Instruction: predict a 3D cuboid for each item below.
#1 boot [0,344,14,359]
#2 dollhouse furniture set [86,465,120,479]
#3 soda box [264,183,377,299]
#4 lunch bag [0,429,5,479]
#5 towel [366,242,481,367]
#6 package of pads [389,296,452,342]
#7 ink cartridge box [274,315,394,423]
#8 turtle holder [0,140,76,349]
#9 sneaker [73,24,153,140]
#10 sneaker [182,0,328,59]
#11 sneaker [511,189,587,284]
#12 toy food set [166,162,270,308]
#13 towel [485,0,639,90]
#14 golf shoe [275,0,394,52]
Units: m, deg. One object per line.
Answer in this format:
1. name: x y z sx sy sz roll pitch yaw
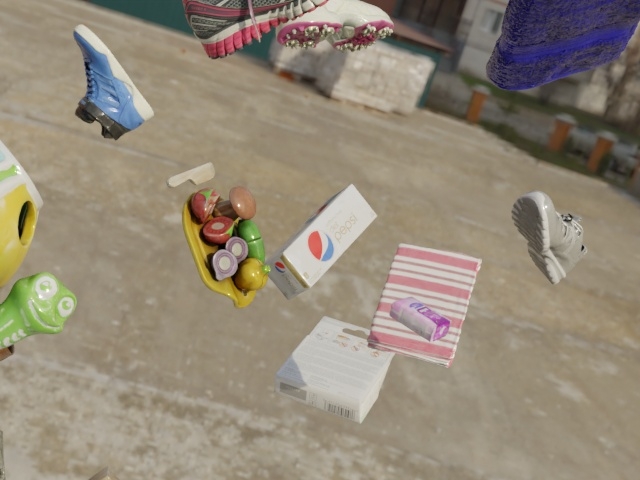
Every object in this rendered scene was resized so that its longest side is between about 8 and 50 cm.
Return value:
1. boot: -0.718 0.232 2.003 0.220 0.109 0.283 -28 4 -15
2. dollhouse furniture set: -0.420 0.626 1.965 0.173 0.303 0.355 52 5 -21
3. soda box: 0.000 0.000 1.654 0.074 0.069 0.216 51 49 -8
4. lunch bag: -0.584 0.404 1.428 0.213 0.255 0.305 -6 -7 16
5. towel: 0.170 0.101 1.655 0.144 0.197 0.029 13 -24 17
6. package of pads: 0.148 0.116 1.514 0.083 0.031 0.050 32 29 30
7. ink cartridge box: 0.038 0.244 1.964 0.181 0.056 0.224 16 31 19
8. turtle holder: -0.446 -0.018 1.196 0.227 0.243 0.320 -38 43 -18
9. sneaker: -0.292 -0.199 1.319 0.152 0.085 0.058 56 -8 -31
10. sneaker: -0.067 -0.381 1.515 0.112 0.299 0.121 59 15 -22
11. sneaker: 0.456 -0.027 1.992 0.105 0.115 0.281 53 -1 34
12. toy food set: -0.126 -0.016 1.428 0.071 0.217 0.128 -23 -3 31
13. towel: 0.353 -0.301 1.368 0.228 0.076 0.308 -21 -15 -4
14. golf shoe: 0.024 -0.410 1.785 0.115 0.140 0.306 -25 -9 34
